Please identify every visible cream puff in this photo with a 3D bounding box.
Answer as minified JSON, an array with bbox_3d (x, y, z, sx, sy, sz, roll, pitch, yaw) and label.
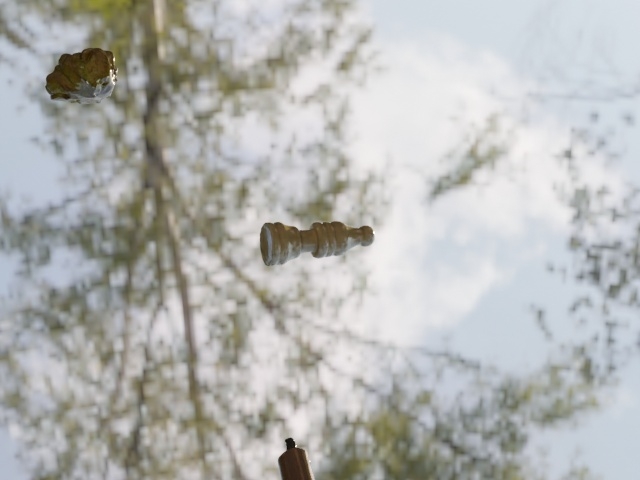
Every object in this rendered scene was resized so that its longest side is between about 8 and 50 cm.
[{"bbox_3d":[-0.262,-0.179,1.946,0.058,0.083,0.083,41,-83,28],"label":"cream puff"}]

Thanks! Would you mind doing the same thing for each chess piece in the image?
[{"bbox_3d":[0.000,0.000,1.391,0.092,0.035,0.035,-4,-144,-21],"label":"chess piece"}]

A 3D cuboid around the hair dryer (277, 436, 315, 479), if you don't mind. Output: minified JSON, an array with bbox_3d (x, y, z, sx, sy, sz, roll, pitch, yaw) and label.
[{"bbox_3d":[-0.019,0.261,1.672,0.117,0.064,0.181,-11,-138,-5],"label":"hair dryer"}]
